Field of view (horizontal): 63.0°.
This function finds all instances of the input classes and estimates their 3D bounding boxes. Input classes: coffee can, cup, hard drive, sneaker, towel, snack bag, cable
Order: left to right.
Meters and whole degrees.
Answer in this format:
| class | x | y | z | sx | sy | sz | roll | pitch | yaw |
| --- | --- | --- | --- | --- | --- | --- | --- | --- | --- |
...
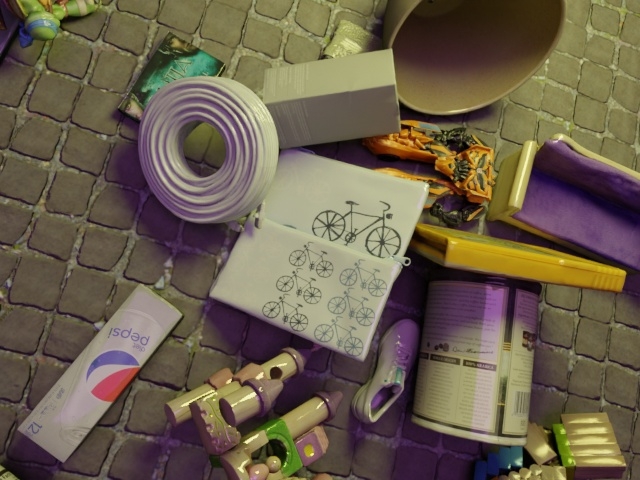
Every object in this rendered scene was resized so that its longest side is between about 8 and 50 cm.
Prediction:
| class | x | y | z | sx | sy | sz | roll | pitch | yaw |
| --- | --- | --- | --- | --- | --- | --- | --- | --- | --- |
| hard drive | -0.614 | -0.368 | 0.947 | 0.094 | 0.022 | 0.135 | 23 | 77 | -7 |
| cable | -0.199 | -0.155 | 0.911 | 0.257 | 0.089 | 0.257 | 21 | 107 | 12 |
| snack bag | 0.000 | 0.000 | 0.928 | 0.323 | 0.037 | 0.342 | 20 | 76 | 24 |
| towel | 0.087 | -0.388 | 1.088 | 0.148 | 0.027 | 0.110 | 27 | 76 | -6 |
| sneaker | 0.136 | 0.243 | 0.965 | 0.080 | 0.094 | 0.212 | 30 | 77 | -4 |
| cup | 0.259 | -0.445 | 1.012 | 0.331 | 0.331 | 0.237 | -4 | 58 | -12 |
| coffee can | 0.279 | 0.204 | 0.944 | 0.201 | 0.201 | 0.275 | 12 | 79 | -9 |

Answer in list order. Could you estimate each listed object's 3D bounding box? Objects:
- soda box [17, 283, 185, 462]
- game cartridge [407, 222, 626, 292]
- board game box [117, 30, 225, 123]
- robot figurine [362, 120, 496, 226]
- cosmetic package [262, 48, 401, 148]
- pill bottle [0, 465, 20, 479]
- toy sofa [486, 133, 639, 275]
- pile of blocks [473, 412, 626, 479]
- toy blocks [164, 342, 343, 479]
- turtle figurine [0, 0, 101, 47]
| class | x | y | z | sx | sy | sz | roll | pitch | yaw |
| --- | --- | --- | --- | --- | --- | --- | --- | --- | --- |
| soda box | -0.353 | 0.212 | 0.871 | 0.091 | 0.098 | 0.286 | 38 | 76 | -4 |
| game cartridge | 0.322 | 0.022 | 0.941 | 0.324 | 0.285 | 0.052 | 8 | 97 | -10 |
| board game box | -0.282 | -0.293 | 1.000 | 0.126 | 0.026 | 0.186 | 29 | 77 | -6 |
| robot figurine | 0.224 | -0.142 | 1.047 | 0.291 | 0.085 | 0.211 | 7 | 81 | -10 |
| cosmetic package | 0.024 | -0.255 | 0.956 | 0.238 | 0.127 | 0.107 | -7 | 57 | 6 |
| pill bottle | -0.479 | 0.458 | 0.764 | 0.323 | 0.181 | 0.181 | 39 | 76 | -3 |
| toy sofa | 0.542 | -0.061 | 1.052 | 0.362 | 0.177 | 0.150 | 22 | 77 | -8 |
| pile of blocks | 0.398 | 0.451 | 0.994 | 0.362 | 0.149 | 0.112 | -24 | 130 | -5 |
| toy blocks | -0.039 | 0.315 | 0.825 | 0.260 | 0.309 | 0.288 | -18 | 83 | -39 |
| turtle figurine | -0.468 | -0.496 | 0.909 | 0.198 | 0.275 | 0.266 | -15 | 72 | -57 |
